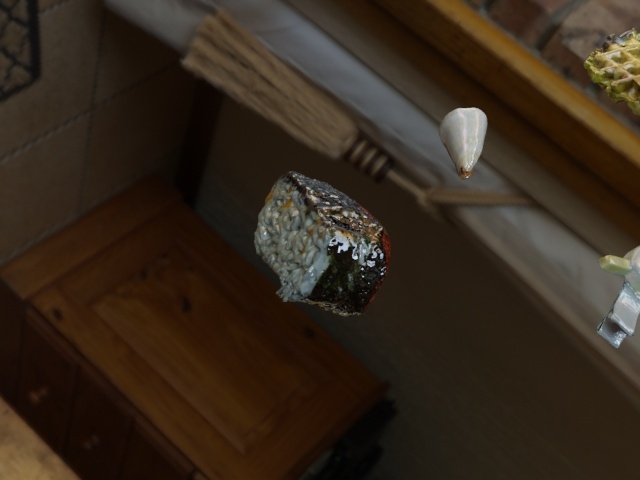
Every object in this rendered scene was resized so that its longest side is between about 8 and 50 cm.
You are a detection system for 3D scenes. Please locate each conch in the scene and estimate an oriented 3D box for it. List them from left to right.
[{"bbox_3d":[0.285,-0.185,2.050,0.094,0.176,0.104,8,137,-27],"label":"conch"}]

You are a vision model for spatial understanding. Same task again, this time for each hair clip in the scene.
[{"bbox_3d":[0.540,0.079,1.842,0.218,0.159,0.071,-50,-172,-36],"label":"hair clip"}]

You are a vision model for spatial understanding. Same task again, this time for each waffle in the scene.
[{"bbox_3d":[0.653,-0.315,1.965,0.312,0.307,0.060,-45,151,-40],"label":"waffle"}]

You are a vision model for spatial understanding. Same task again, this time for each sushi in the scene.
[{"bbox_3d":[0.000,0.000,1.399,0.136,0.126,0.225,-61,-156,18],"label":"sushi"}]
